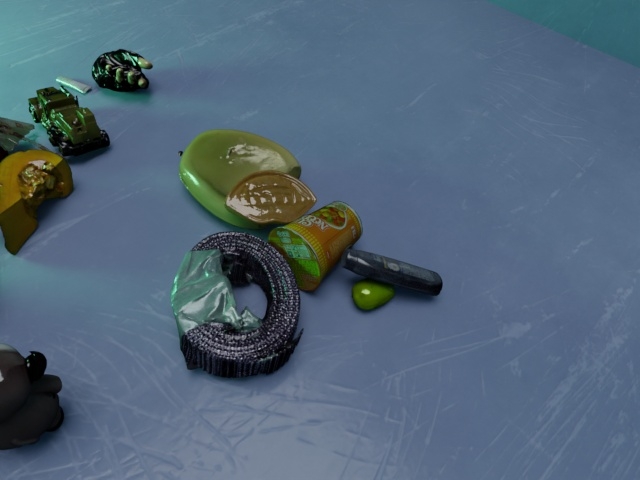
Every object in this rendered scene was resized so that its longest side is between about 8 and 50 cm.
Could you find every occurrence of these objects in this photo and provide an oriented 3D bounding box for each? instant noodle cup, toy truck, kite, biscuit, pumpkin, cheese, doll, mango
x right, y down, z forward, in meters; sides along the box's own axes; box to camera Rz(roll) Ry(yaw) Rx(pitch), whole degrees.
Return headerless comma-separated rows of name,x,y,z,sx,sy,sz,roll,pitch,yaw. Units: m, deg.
instant noodle cup,0.000,0.000,1.066,0.168,0.169,0.185,37,51,21
toy truck,-0.703,-0.344,1.265,0.127,0.127,0.257,-31,57,-35
kite,-0.782,-0.272,1.205,0.250,0.012,0.229,30,19,-26
biscuit,-0.116,-0.102,1.081,0.220,0.029,0.142,-1,66,-16
pumpkin,-0.719,-0.104,1.095,0.125,0.131,0.248,21,49,0
cheese,-0.225,-0.179,1.189,0.315,0.128,0.260,28,58,18
doll,-0.517,0.262,0.753,0.181,0.258,0.117,-26,52,-21
mango,0.121,0.117,1.040,0.108,0.056,0.074,-4,48,-23

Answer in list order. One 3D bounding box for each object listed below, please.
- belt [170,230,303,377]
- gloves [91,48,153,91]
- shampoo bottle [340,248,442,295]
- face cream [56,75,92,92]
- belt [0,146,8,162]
belt,-0.177,0.125,0.969,0.259,0.122,0.325,-8,55,-17
gloves,-0.602,-0.510,1.408,0.164,0.124,0.203,-42,66,-9
shampoo bottle,0.160,0.070,1.035,0.233,0.049,0.087,16,20,-14
face cream,-0.777,-0.491,1.444,0.115,0.020,0.038,24,54,9
belt,-0.953,-0.190,1.145,0.227,0.115,0.324,17,54,9
